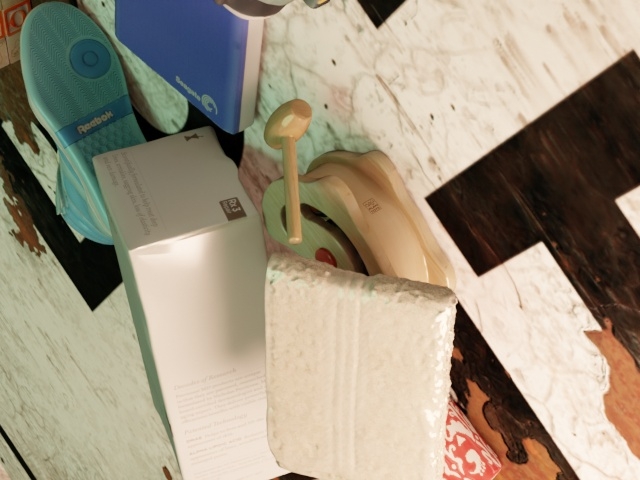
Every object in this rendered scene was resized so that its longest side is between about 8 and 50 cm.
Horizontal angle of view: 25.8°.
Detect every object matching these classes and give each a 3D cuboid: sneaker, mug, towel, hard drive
[{"bbox_3d":[-0.306,-0.130,1.764,0.208,0.127,0.319,-20,93,66],"label":"sneaker"},{"bbox_3d":[0.114,0.204,1.519,0.113,0.150,0.169,-44,83,20],"label":"mug"},{"bbox_3d":[0.038,0.138,1.379,0.187,0.049,0.282,11,129,12],"label":"towel"},{"bbox_3d":[-0.138,-0.287,1.457,0.210,0.040,0.319,41,146,25],"label":"hard drive"}]

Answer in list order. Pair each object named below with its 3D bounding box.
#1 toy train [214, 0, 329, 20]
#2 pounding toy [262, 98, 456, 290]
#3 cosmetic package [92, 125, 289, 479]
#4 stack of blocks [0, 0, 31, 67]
[{"bbox_3d":[0.014,-0.297,1.086,0.142,0.190,0.334,53,149,8],"label":"toy train"},{"bbox_3d":[0.000,0.000,1.414,0.270,0.155,0.154,60,146,-1],"label":"pounding toy"},{"bbox_3d":[-0.139,0.088,1.632,0.217,0.156,0.385,-122,18,-54],"label":"cosmetic package"},{"bbox_3d":[-0.510,-0.338,1.890,0.297,0.087,0.171,36,143,31],"label":"stack of blocks"}]
